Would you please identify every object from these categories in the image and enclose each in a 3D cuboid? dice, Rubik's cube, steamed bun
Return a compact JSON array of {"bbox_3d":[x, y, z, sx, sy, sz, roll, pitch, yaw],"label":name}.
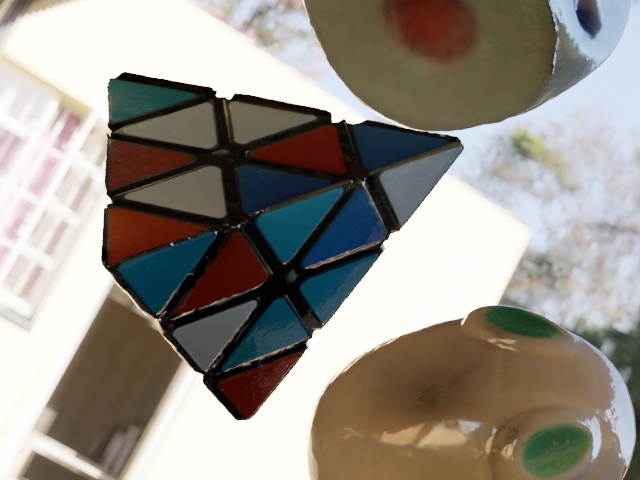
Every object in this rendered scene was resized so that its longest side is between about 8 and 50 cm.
[{"bbox_3d":[0.151,-0.288,1.692,0.268,0.262,0.264,-11,-60,33],"label":"dice"},{"bbox_3d":[0.000,0.000,1.150,0.284,0.234,0.250,-101,169,-65],"label":"Rubik's cube"},{"bbox_3d":[0.100,0.129,1.120,0.228,0.177,0.130,-9,-35,7],"label":"steamed bun"}]
